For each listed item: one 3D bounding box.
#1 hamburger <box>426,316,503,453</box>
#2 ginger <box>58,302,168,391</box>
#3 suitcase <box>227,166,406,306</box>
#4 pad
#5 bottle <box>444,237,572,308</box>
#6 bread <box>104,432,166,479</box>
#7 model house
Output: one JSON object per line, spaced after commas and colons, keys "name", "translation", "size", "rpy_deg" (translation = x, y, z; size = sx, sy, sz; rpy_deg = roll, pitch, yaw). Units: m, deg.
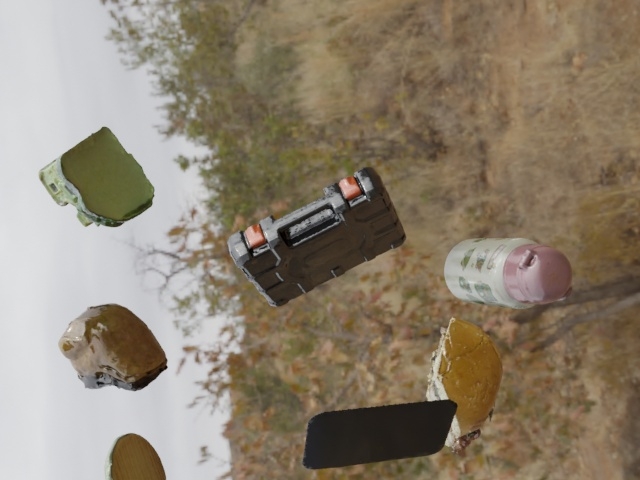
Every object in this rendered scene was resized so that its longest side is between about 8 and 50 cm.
{"name": "hamburger", "translation": [0.344, 0.338, 1.971], "size": [0.282, 0.245, 0.155], "rpy_deg": [56, 164, 23]}
{"name": "ginger", "translation": [-0.570, 0.281, 2.243], "size": [0.200, 0.270, 0.222], "rpy_deg": [-57, -44, -60]}
{"name": "suitcase", "translation": [0.000, 0.000, 1.430], "size": [0.066, 0.286, 0.206], "rpy_deg": [66, -176, 35]}
{"name": "pad", "translation": [0.085, 0.360, 1.413], "size": [0.323, 0.250, 0.055], "rpy_deg": [107, 157, -60]}
{"name": "bottle", "translation": [0.312, 0.055, 1.338], "size": [0.253, 0.121, 0.120], "rpy_deg": [-178, 78, -70]}
{"name": "bread", "translation": [-0.516, 0.662, 2.263], "size": [0.267, 0.041, 0.267], "rpy_deg": [57, -161, -32]}
{"name": "model house", "translation": [-0.529, -0.111, 1.865], "size": [0.214, 0.189, 0.195], "rpy_deg": [54, -135, -17]}
